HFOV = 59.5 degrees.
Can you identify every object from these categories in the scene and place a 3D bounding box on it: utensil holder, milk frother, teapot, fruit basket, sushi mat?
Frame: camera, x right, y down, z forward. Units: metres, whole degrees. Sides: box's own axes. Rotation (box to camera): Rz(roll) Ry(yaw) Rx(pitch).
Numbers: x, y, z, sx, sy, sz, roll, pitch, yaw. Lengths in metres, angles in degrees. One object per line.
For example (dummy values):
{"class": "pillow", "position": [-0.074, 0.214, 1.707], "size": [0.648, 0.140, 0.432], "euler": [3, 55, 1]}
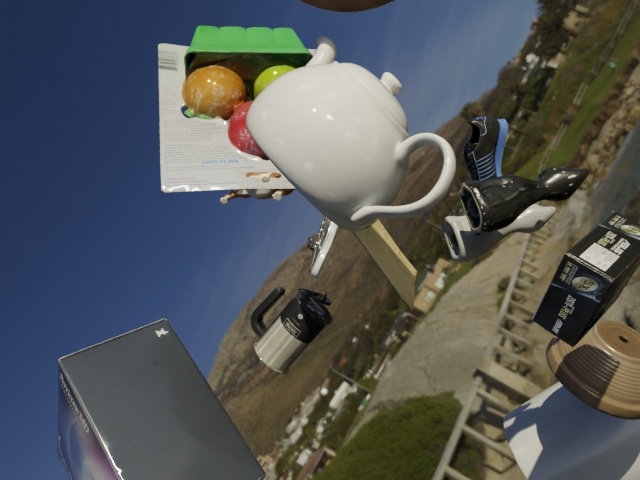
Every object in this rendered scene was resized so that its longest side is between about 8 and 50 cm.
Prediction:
{"class": "utensil holder", "position": [0.718, 0.488, 1.429], "size": [0.385, 0.328, 0.327], "euler": [-39, -8, 22]}
{"class": "milk frother", "position": [-0.045, 0.161, 1.070], "size": [0.135, 0.129, 0.143], "euler": [-50, -34, 15]}
{"class": "teapot", "position": [0.039, -0.146, 0.758], "size": [0.187, 0.256, 0.252], "euler": [-42, 9, 11]}
{"class": "fruit basket", "position": [-0.126, -0.229, 1.024], "size": [0.165, 0.326, 0.353], "euler": [111, 153, -62]}
{"class": "sushi mat", "position": [0.136, 0.008, 1.272], "size": [0.317, 0.019, 0.152], "euler": [52, -149, -27]}

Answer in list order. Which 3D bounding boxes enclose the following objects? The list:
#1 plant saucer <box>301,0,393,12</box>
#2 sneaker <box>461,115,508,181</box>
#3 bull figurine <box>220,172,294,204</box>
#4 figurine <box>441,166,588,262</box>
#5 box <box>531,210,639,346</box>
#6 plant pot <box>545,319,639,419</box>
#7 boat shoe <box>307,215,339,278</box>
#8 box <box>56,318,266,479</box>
{"class": "plant saucer", "position": [0.039, -0.473, 0.746], "size": [0.050, 0.310, 0.311], "euler": [-43, -23, -77]}
{"class": "sneaker", "position": [0.383, -0.180, 1.342], "size": [0.081, 0.090, 0.233], "euler": [-135, 49, -78]}
{"class": "bull figurine", "position": [-0.161, -0.177, 1.725], "size": [0.188, 0.310, 0.101], "euler": [-40, -60, -65]}
{"class": "figurine", "position": [0.344, -0.049, 1.003], "size": [0.209, 0.093, 0.215], "euler": [-15, -22, -8]}
{"class": "box", "position": [0.436, 0.059, 0.892], "size": [0.180, 0.077, 0.148], "euler": [-28, -39, -36]}
{"class": "plant pot", "position": [0.611, 0.247, 1.175], "size": [0.237, 0.237, 0.110], "euler": [-40, -29, -51]}
{"class": "boat shoe", "position": [0.000, 0.000, 1.662], "size": [0.080, 0.076, 0.229], "euler": [82, -153, -70]}
{"class": "box", "position": [-0.265, 0.337, 0.858], "size": [0.182, 0.296, 0.294], "euler": [-18, -34, -39]}
